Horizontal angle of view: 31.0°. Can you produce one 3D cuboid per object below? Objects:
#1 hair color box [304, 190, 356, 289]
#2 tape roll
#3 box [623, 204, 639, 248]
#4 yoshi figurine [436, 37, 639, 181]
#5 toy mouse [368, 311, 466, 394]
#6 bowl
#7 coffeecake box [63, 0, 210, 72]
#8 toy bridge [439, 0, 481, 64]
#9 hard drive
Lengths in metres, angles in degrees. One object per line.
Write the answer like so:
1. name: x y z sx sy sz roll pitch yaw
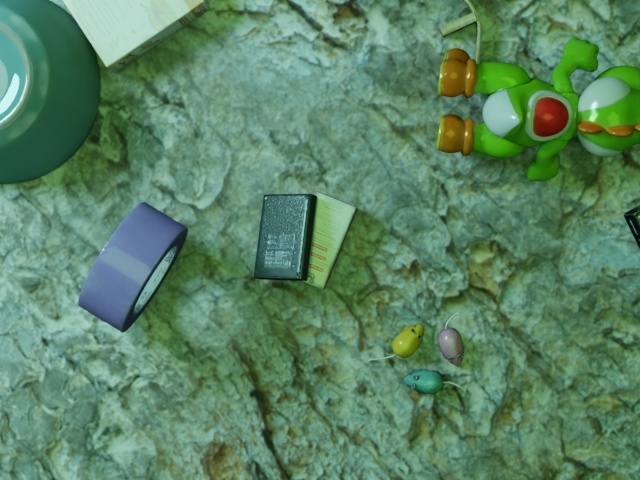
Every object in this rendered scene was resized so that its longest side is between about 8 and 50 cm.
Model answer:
1. hair color box: 0.000 0.000 1.821 0.072 0.043 0.141 23 91 2
2. tape roll: -0.285 0.041 1.760 0.080 0.189 0.189 31 92 2
3. box: 0.587 -0.016 1.781 0.180 0.077 0.147 -28 90 3
4. yoshi figurine: 0.364 -0.202 1.760 0.362 0.203 0.203 5 61 10
5. toy mouse: 0.182 0.192 1.823 0.161 0.031 0.143 -42 89 2
6. bowl: -0.510 -0.247 1.777 0.311 0.163 0.311 0 90 3
7. coffeecake box: -0.291 -0.377 1.811 0.185 0.068 0.142 -33 90 3
8. toy bridge: 0.218 -0.339 1.814 0.063 0.026 0.188 -24 91 2
9. hard drive: -0.055 -0.006 1.800 0.094 0.022 0.135 1 79 34
